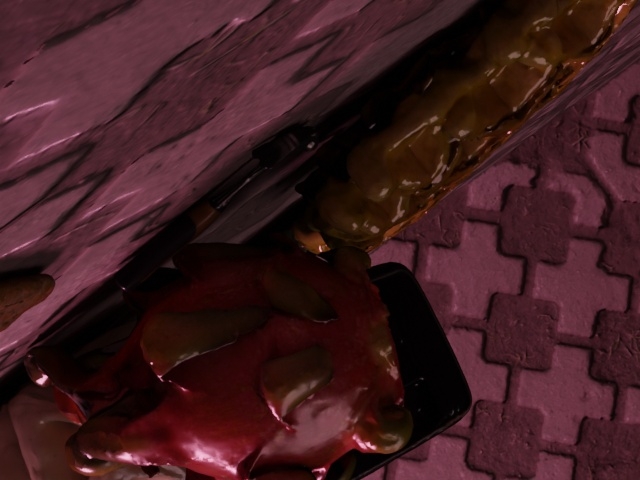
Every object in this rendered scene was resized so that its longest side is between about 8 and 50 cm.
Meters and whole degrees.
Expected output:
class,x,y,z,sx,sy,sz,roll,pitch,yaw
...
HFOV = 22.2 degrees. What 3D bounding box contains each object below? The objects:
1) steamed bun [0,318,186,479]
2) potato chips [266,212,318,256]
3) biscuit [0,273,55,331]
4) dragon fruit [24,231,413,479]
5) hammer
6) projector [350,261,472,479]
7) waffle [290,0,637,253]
class,x,y,z,sx,sy,sz,roll,pitch,yaw
steamed bun,-0.212,0.236,1.615,0.352,0.247,0.339,-37,180,-40
potato chips,0.000,0.000,1.930,0.358,0.070,0.429,-32,175,-21
biscuit,-0.214,0.047,1.049,0.071,0.018,0.147,-36,175,10
dragon fruit,-0.076,0.115,1.371,0.243,0.227,0.307,4,163,-40
hammer,-0.087,-0.023,1.278,0.201,0.021,0.078,-38,175,19
projector,-0.083,0.216,2.015,0.395,0.242,0.405,-23,177,-32
waffle,0.132,-0.115,1.471,0.380,0.095,0.382,-41,175,-4
